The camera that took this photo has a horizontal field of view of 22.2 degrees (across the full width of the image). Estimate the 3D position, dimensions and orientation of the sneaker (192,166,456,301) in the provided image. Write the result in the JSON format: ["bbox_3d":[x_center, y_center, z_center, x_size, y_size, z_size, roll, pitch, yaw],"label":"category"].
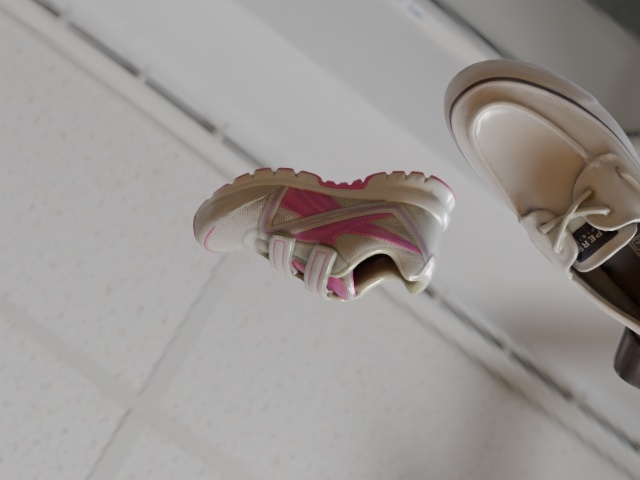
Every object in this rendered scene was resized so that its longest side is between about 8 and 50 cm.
[{"bbox_3d":[0.000,0.000,1.542,0.252,0.103,0.111,-2,-115,12],"label":"sneaker"}]

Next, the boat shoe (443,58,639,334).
[{"bbox_3d":[0.187,-0.015,1.130,0.267,0.096,0.088,46,-155,-22],"label":"boat shoe"}]

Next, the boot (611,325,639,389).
[{"bbox_3d":[0.433,0.042,1.476,0.264,0.280,0.096,22,-147,1],"label":"boot"}]
